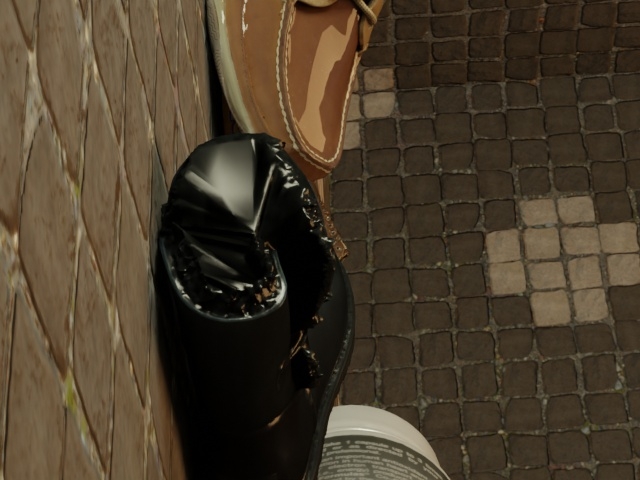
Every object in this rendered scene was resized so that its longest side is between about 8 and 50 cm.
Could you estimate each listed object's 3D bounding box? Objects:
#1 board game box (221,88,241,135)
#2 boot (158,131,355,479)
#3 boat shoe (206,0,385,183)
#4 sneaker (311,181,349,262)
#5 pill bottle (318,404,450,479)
[{"bbox_3d":[-0.057,-0.129,1.328,0.124,0.039,0.260,76,12,-76],"label":"board game box"},{"bbox_3d":[-0.030,0.016,0.966,0.246,0.094,0.207,-83,174,-47],"label":"boot"},{"bbox_3d":[-0.004,-0.201,1.245,0.123,0.116,0.324,25,58,-52],"label":"boat shoe"},{"bbox_3d":[0.000,0.000,2.129,0.066,0.071,0.188,55,32,-86],"label":"sneaker"},{"bbox_3d":[0.024,0.226,1.156,0.283,0.161,0.161,-85,171,-73],"label":"pill bottle"}]
